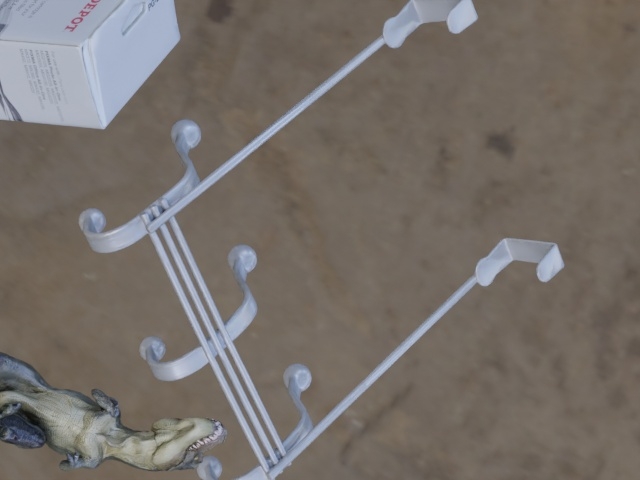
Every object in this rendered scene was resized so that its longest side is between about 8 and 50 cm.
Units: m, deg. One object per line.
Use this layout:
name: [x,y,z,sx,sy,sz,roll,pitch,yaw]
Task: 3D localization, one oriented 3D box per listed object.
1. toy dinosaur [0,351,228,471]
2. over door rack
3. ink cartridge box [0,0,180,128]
toy dinosaur: [-0.193,0.095,1.180,0.118,0.268,0.064,28,81,-66]
over door rack: [0.000,0.000,1.396,0.324,0.108,0.239,-35,119,-21]
ink cartridge box: [-0.174,-0.124,1.158,0.109,0.150,0.063,-57,147,-46]
